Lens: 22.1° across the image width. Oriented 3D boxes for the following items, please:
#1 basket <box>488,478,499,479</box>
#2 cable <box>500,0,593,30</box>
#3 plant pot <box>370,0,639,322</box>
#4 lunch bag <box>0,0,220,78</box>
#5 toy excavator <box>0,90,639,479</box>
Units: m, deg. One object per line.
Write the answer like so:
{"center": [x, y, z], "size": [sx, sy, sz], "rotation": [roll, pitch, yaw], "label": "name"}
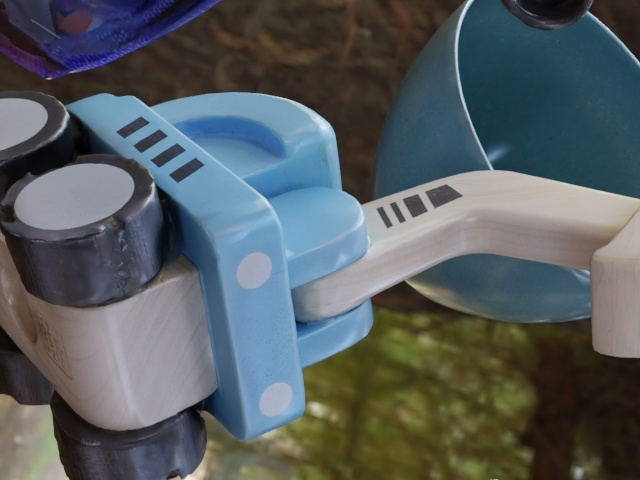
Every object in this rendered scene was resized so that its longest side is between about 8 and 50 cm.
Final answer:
{"center": [0.123, 0.365, 1.337], "size": [0.289, 0.255, 0.201], "rotation": [-47, -154, -1], "label": "basket"}
{"center": [0.095, -0.217, 0.973], "size": [0.139, 0.287, 0.072], "rotation": [-55, -147, 30], "label": "cable"}
{"center": [0.155, -0.047, 1.390], "size": [0.195, 0.290, 0.290], "rotation": [-34, -151, 40], "label": "plant pot"}
{"center": [0.006, -0.267, 0.506], "size": [0.328, 0.239, 0.385], "rotation": [-53, 169, -36], "label": "lunch bag"}
{"center": [0.000, 0.000, 1.168], "size": [0.433, 0.445, 0.222], "rotation": [37, -36, 49], "label": "toy excavator"}
